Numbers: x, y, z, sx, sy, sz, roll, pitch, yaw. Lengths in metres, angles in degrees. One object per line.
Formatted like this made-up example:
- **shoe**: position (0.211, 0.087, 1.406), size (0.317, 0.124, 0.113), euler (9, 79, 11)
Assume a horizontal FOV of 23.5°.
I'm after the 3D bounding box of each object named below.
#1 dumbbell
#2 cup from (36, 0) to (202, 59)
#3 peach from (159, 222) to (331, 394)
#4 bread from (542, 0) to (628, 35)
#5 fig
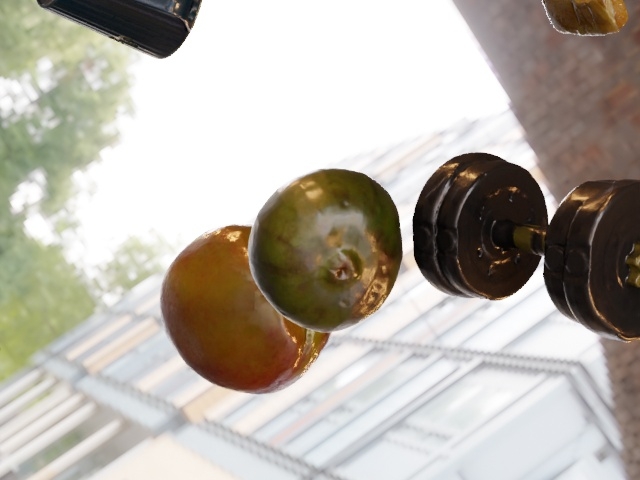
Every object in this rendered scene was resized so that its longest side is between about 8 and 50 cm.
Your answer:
- **dumbbell**: position (0.262, 0.002, 1.787), size (0.388, 0.185, 0.185), euler (13, -43, 48)
- **cup**: position (-0.216, -0.282, 1.694), size (0.155, 0.131, 0.176), euler (16, 4, -31)
- **peach**: position (-0.137, 0.121, 2.739), size (0.332, 0.308, 0.308), euler (-4, -54, 33)
- **bread**: position (0.384, -0.335, 2.232), size (0.132, 0.053, 0.074), euler (14, -45, 51)
- **fig**: position (0.000, 0.000, 1.925), size (0.203, 0.203, 0.225), euler (64, -2, -29)
